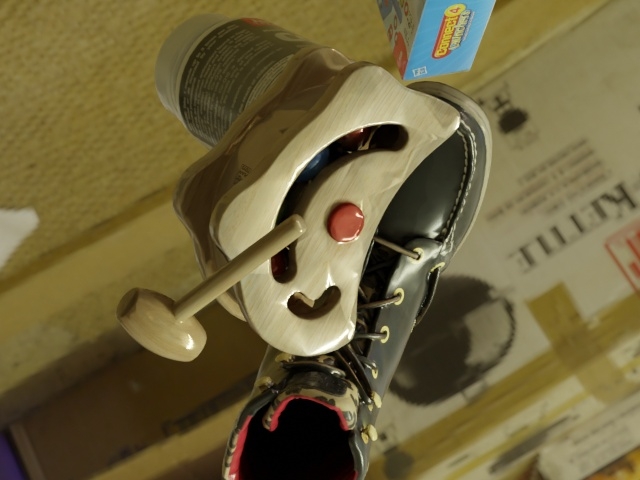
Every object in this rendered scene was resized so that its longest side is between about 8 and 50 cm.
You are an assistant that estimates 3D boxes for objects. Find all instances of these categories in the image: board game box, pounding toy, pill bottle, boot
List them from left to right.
[{"bbox_3d":[-0.060,-0.155,1.506,0.161,0.283,0.161,-16,120,-29],"label":"pill bottle"},{"bbox_3d":[0.000,0.000,0.940,0.269,0.155,0.154,-48,125,-7],"label":"pounding toy"},{"bbox_3d":[0.030,0.067,1.216,0.377,0.138,0.284,-60,-175,35],"label":"boot"},{"bbox_3d":[0.109,-0.381,1.466,0.086,0.302,0.308,-11,156,-11],"label":"board game box"}]
